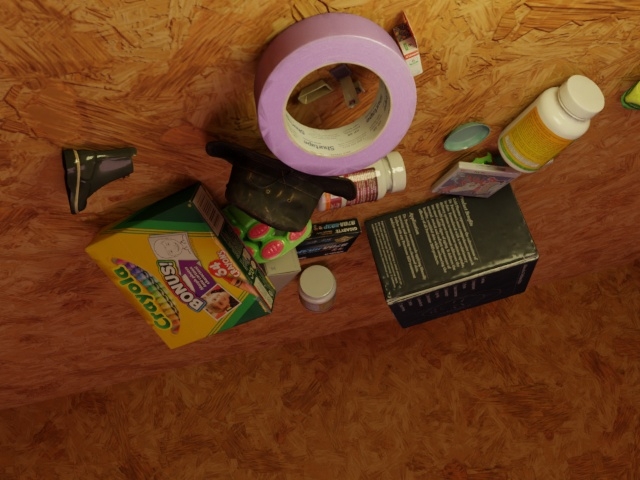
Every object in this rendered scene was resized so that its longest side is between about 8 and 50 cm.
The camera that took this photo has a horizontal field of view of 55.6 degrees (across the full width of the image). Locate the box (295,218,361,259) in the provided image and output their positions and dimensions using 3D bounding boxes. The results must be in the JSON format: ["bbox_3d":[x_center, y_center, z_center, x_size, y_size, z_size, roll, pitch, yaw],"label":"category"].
[{"bbox_3d":[0.000,0.000,1.924,0.220,0.051,0.175,-9,159,-19],"label":"box"}]

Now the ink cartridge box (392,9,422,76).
[{"bbox_3d":[0.153,-0.348,1.080,0.029,0.063,0.115,-21,159,10],"label":"ink cartridge box"}]

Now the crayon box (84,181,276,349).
[{"bbox_3d":[-0.337,0.076,1.511,0.313,0.106,0.363,-23,118,18],"label":"crayon box"}]

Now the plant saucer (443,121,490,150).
[{"bbox_3d":[0.364,-0.264,1.521,0.119,0.021,0.119,-13,160,-5],"label":"plant saucer"}]

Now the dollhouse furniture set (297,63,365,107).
[{"bbox_3d":[0.026,-0.267,1.178,0.114,0.081,0.091,-22,159,19],"label":"dollhouse furniture set"}]

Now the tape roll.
[{"bbox_3d":[0.023,-0.247,1.062,0.275,0.090,0.274,-6,134,-6],"label":"tape roll"}]

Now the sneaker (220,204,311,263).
[{"bbox_3d":[-0.241,0.009,1.661,0.483,0.185,0.202,-22,-179,19],"label":"sneaker"}]

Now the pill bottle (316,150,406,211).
[{"bbox_3d":[0.089,-0.149,1.484,0.221,0.121,0.121,-12,160,-9],"label":"pill bottle"}]

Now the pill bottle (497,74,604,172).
[{"bbox_3d":[0.548,-0.277,1.449,0.136,0.136,0.245,-6,158,-24],"label":"pill bottle"}]

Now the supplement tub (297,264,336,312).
[{"bbox_3d":[-0.012,0.179,2.262,0.144,0.144,0.199,-13,160,-5],"label":"supplement tub"}]

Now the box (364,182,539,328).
[{"bbox_3d":[0.437,0.063,2.051,0.472,0.297,0.480,-16,160,8],"label":"box"}]

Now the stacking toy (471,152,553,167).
[{"bbox_3d":[0.540,-0.234,1.699,0.221,0.052,0.167,-20,158,18],"label":"stacking toy"}]

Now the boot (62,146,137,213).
[{"bbox_3d":[-0.451,-0.120,1.250,0.137,0.077,0.198,-11,162,-25],"label":"boot"}]

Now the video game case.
[{"bbox_3d":[0.437,-0.169,1.728,0.183,0.023,0.201,5,165,-11],"label":"video game case"}]

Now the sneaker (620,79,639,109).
[{"bbox_3d":[0.870,-0.381,1.494,0.296,0.109,0.123,-11,-177,-16],"label":"sneaker"}]

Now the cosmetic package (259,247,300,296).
[{"bbox_3d":[-0.181,0.087,1.871,0.113,0.160,0.309,-5,159,-28],"label":"cosmetic package"}]

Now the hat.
[{"bbox_3d":[-0.094,-0.093,1.263,0.331,0.134,0.331,16,175,1],"label":"hat"}]
